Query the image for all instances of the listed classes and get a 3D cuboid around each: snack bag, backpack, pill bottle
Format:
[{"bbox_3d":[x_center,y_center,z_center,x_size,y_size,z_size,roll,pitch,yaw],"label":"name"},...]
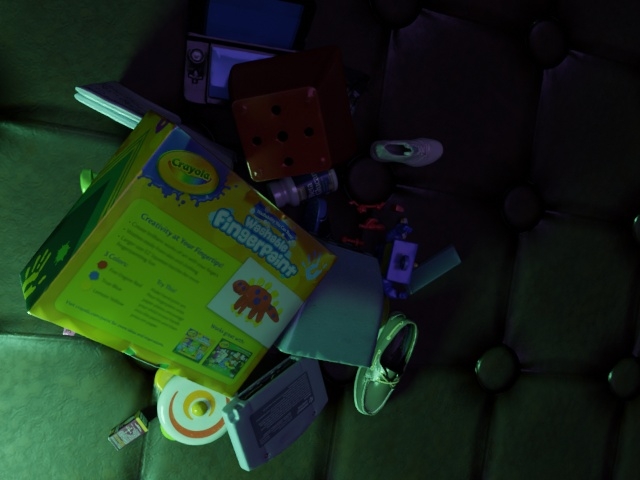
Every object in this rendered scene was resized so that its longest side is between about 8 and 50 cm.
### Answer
[{"bbox_3d":[-0.330,-0.246,1.146,0.343,0.323,0.037,29,101,-16],"label":"snack bag"},{"bbox_3d":[0.032,-0.355,1.347,0.152,0.115,0.181,17,90,-4],"label":"backpack"},{"bbox_3d":[-0.049,-0.143,1.347,0.170,0.094,0.094,-23,99,-13],"label":"pill bottle"}]

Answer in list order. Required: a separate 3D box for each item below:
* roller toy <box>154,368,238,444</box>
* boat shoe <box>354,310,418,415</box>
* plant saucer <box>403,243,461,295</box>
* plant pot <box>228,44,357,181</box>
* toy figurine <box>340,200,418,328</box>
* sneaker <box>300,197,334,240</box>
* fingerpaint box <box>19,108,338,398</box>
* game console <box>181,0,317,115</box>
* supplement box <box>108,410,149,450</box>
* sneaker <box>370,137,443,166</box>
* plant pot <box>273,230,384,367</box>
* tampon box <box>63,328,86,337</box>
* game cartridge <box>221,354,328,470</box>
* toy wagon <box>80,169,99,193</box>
[{"bbox_3d":[-0.300,0.388,1.282,0.191,0.146,0.209,-6,94,-16],"label":"roller toy"},{"bbox_3d":[0.182,0.345,1.443,0.109,0.091,0.304,23,87,-16],"label":"boat shoe"},{"bbox_3d":[0.321,0.084,1.505,0.192,0.018,0.067,-31,101,-11],"label":"plant saucer"},{"bbox_3d":[-0.070,-0.269,1.182,0.267,0.235,0.267,-8,116,9],"label":"plant pot"},{"bbox_3d":[0.157,0.072,1.355,0.191,0.217,0.362,14,89,-16],"label":"toy figurine"},{"bbox_3d":[0.000,0.000,1.367,0.091,0.081,0.232,0,112,-29],"label":"sneaker"},{"bbox_3d":[-0.241,0.044,0.990,0.445,0.163,0.371,39,87,-40],"label":"fingerpaint box"},{"bbox_3d":[-0.175,-0.450,1.252,0.293,0.173,0.250,4,92,-15],"label":"game console"},{"bbox_3d":[-0.471,0.467,1.287,0.083,0.055,0.043,-34,100,-12],"label":"supplement box"},{"bbox_3d":[0.249,-0.243,1.425,0.212,0.094,0.080,-5,93,-16],"label":"sneaker"},{"bbox_3d":[0.008,0.122,1.246,0.247,0.248,0.252,18,95,-29],"label":"plant pot"},{"bbox_3d":[-0.502,0.167,1.234,0.161,0.101,0.120,12,89,-16],"label":"tampon box"},{"bbox_3d":[-0.104,0.426,1.317,0.294,0.060,0.195,-30,111,-40],"label":"game cartridge"},{"bbox_3d":[-0.367,-0.124,1.128,0.268,0.344,0.068,-5,95,-15],"label":"toy wagon"}]
